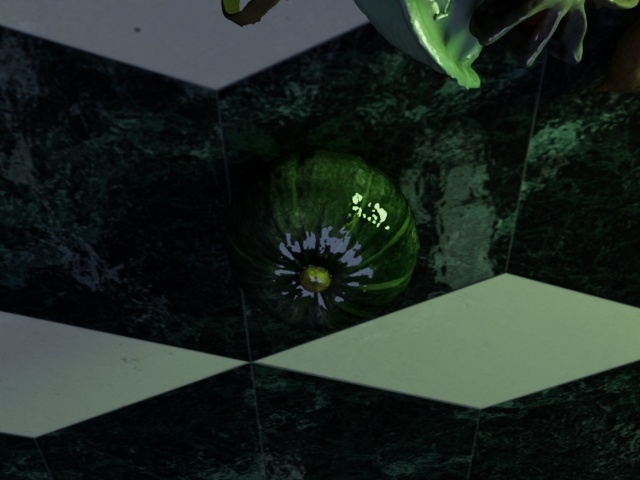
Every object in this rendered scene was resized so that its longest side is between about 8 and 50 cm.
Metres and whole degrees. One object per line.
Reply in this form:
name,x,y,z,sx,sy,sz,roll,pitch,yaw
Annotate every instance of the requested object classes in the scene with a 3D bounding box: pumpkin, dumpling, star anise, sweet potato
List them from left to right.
pumpkin,0.001,-0.001,1.169,0.211,0.152,0.212,8,131,9
dumpling,0.093,-0.215,0.927,0.105,0.149,0.217,-44,127,-2
star anise,0.200,-0.247,0.900,0.257,0.110,0.199,-12,125,-30
sweet potato,0.330,-0.210,1.015,0.068,0.068,0.226,7,136,-14

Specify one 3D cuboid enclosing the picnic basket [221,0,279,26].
picnic basket,-0.037,-0.243,0.846,0.137,0.179,0.128,20,132,-26
